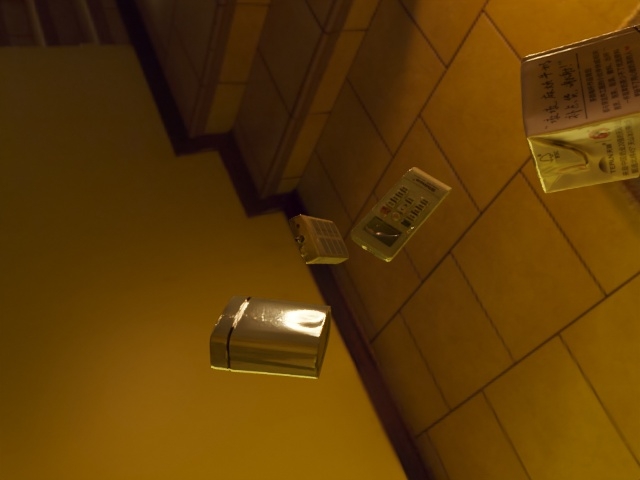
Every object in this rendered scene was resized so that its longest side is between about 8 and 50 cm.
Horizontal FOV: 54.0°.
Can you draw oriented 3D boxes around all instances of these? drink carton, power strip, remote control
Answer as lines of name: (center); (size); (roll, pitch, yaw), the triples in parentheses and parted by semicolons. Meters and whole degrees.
drink carton: (0.328, -0.146, 0.652); (0.222, 0.102, 0.134); (-10, 52, 25)
power strip: (0.000, 0.000, 1.071); (0.080, 0.029, 0.227); (67, -165, 9)
remote control: (0.104, -0.035, 0.792); (0.061, 0.162, 0.029); (33, 145, 18)

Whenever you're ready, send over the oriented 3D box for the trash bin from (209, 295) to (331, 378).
trash bin: (-0.059, 0.118, 0.779); (0.116, 0.130, 0.059); (-70, -17, -64)
